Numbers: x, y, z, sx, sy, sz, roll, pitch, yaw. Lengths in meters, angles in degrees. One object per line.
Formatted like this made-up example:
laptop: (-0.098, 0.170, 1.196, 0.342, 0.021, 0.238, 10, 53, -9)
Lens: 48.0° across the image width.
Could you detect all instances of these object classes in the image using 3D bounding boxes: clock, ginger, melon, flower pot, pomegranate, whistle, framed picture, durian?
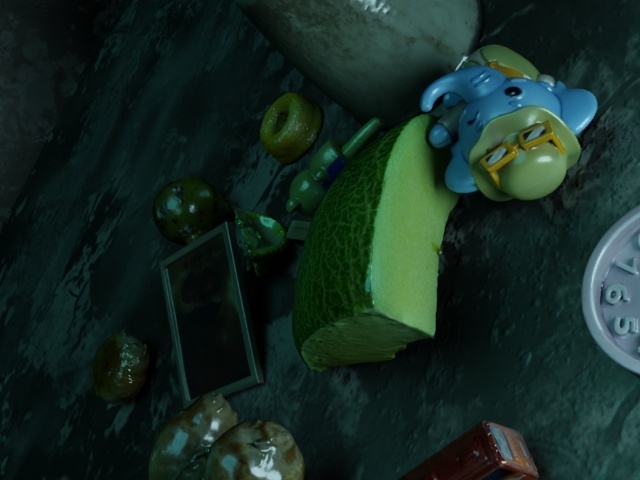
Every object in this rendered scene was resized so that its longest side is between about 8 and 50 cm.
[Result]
clock: (0.362, 0.050, 0.703, 0.196, 0.068, 0.197, -29, 47, 36)
ginger: (-0.150, 0.348, 1.038, 0.375, 0.176, 0.256, 7, 92, 62)
melon: (0.085, -0.009, 0.997, 0.331, 0.226, 0.344, 95, 180, -64)
flower pot: (0.046, -0.375, 1.146, 0.293, 0.330, 0.294, -28, 50, 38)
pomegranate: (-0.263, -0.027, 1.445, 0.156, 0.156, 0.220, -19, 62, 43)
whistle: (0.027, -0.117, 1.200, 0.227, 0.105, 0.085, -45, 80, 22)
framed picture: (-0.201, 0.138, 1.287, 0.211, 0.020, 0.290, -28, 68, 38)
durian: (-0.114, 0.006, 1.277, 0.086, 0.100, 0.215, -53, 30, 16)

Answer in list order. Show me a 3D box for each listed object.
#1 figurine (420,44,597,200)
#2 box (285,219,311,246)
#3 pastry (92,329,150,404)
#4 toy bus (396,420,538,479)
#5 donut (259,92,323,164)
figurine: (0.229, -0.154, 0.934, 0.179, 0.154, 0.262, -19, 40, -9)
box: (0.000, 0.000, 1.163, 0.083, 0.079, 0.035, 9, 73, 54)
pastry: (-0.412, 0.263, 1.484, 0.153, 0.081, 0.153, -26, 48, 33)
toy bus: (0.129, 0.288, 0.805, 0.235, 0.096, 0.074, -41, 38, 23)
donut: (-0.064, -0.225, 1.408, 0.152, 0.058, 0.152, -32, 43, 36)
